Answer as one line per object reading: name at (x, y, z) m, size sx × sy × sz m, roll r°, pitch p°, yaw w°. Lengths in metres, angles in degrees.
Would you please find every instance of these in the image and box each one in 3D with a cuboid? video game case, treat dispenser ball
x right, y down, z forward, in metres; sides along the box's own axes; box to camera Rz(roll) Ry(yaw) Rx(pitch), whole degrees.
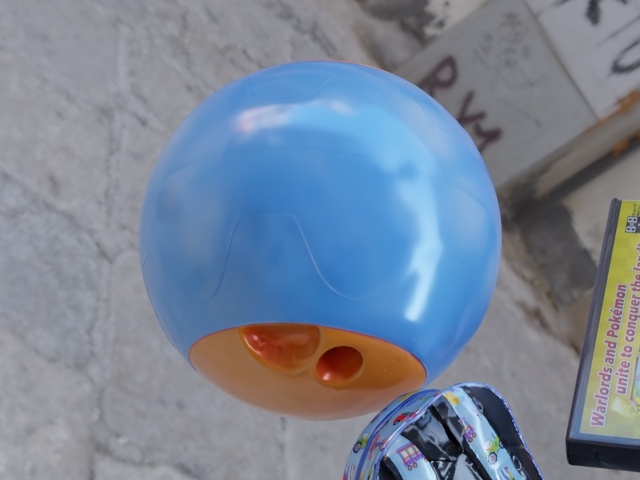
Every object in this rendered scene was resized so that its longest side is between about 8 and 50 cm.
video game case at (0.330, 0.070, 0.950) m, size 0.275 × 0.248 × 0.035 m, roll -67°, pitch 153°, yaw -44°
treat dispenser ball at (0.000, 0.000, 1.001) m, size 0.288 × 0.288 × 0.288 m, roll 43°, pitch 27°, yaw -28°

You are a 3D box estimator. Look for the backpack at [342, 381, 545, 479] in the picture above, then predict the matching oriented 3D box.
backpack at (0.080, 0.185, 0.895) m, size 0.158 × 0.117 × 0.173 m, roll -38°, pitch 116°, yaw -26°
